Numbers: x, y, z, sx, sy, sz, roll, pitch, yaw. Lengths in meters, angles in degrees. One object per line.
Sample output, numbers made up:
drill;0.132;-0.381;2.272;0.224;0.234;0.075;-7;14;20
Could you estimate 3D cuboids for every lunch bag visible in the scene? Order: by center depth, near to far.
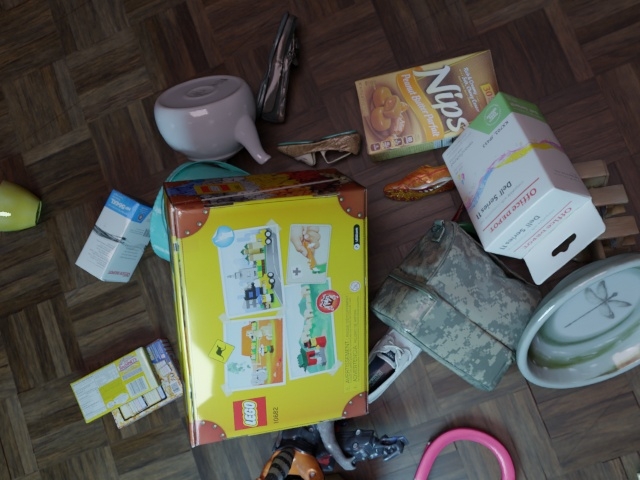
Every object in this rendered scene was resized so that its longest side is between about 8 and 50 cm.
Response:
lunch bag;0.295;0.131;1.466;0.305;0.212;0.256;37;88;-18

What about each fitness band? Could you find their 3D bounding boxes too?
fitness band;0.308;0.555;1.537;0.209;0.054;0.290;19;89;10

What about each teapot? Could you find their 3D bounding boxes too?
teapot;-0.265;-0.267;1.654;0.253;0.256;0.187;-13;123;-4

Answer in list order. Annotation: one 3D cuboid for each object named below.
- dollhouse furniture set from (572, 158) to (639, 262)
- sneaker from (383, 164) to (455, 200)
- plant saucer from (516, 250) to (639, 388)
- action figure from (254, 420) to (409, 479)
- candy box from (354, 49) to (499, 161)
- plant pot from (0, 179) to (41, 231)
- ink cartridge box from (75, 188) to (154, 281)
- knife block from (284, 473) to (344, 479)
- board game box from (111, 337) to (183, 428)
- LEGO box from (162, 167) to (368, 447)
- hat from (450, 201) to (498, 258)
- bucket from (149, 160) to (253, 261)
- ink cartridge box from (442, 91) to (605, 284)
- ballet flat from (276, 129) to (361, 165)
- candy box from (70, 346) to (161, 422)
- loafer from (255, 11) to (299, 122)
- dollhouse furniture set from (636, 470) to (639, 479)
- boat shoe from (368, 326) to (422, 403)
dollhouse furniture set;0.542;-0.037;1.477;0.161;0.212;0.242;-8;56;9
sneaker;0.231;-0.137;1.628;0.175;0.064;0.067;-12;60;6
plant saucer;0.565;0.142;1.403;0.401;0.400;0.100;-28;46;7
action figure;-0.003;0.437;1.478;0.341;0.330;0.178;-17;116;24
candy box;0.252;-0.308;1.619;0.317;0.087;0.182;-12;82;10
plant pot;-0.770;-0.081;1.785;0.095;0.134;0.134;11;86;-14
ink cartridge box;-0.486;-0.008;1.700;0.086;0.148;0.203;28;89;12
knife block;-0.049;0.585;1.507;0.242;0.276;0.088;-5;93;-18
board game box;-0.433;0.347;1.704;0.194;0.045;0.146;-29;80;7
LEGO box;-0.107;0.128;1.422;0.373;0.193;0.499;-6;108;-15
hat;0.314;-0.013;1.607;0.208;0.183;0.173;-34;114;21
bucket;-0.248;-0.044;1.603;0.183;0.281;0.281;18;88;17
ink cartridge box;0.406;-0.108;1.436;0.207;0.119;0.353;-51;41;37
ballet flat;-0.003;-0.215;1.671;0.206;0.073;0.067;-8;97;14
candy box;-0.492;0.347;1.678;0.206;0.027;0.105;-27;77;8
loafer;-0.093;-0.418;1.708;0.084;0.096;0.267;18;95;-7
dollhouse furniture set;0.773;0.506;1.359;0.259;0.262;0.135;-21;76;40
boat shoe;0.162;0.264;1.577;0.095;0.084;0.258;32;91;13
